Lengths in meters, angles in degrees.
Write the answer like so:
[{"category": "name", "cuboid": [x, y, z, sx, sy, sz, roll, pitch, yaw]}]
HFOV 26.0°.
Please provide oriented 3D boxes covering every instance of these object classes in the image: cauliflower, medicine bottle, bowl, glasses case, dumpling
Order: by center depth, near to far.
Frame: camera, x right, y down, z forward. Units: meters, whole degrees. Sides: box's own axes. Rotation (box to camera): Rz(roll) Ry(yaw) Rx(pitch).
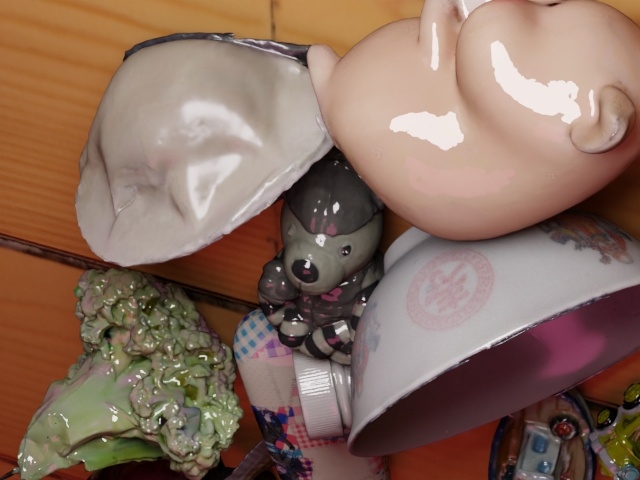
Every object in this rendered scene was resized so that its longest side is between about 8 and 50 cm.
[{"category": "dumpling", "cuboid": [-0.121, -0.095, 1.240, 0.293, 0.204, 0.163, -1, 117, 36]}, {"category": "bowl", "cuboid": [0.152, 0.056, 1.254, 0.345, 0.346, 0.157, -49, 59, 49]}, {"category": "medicine bottle", "cuboid": [0.060, 0.142, 1.431, 0.168, 0.105, 0.105, -11, 133, 0]}, {"category": "cauliflower", "cuboid": [-0.220, 0.170, 1.510, 0.256, 0.315, 0.239, 49, 143, 12]}, {"category": "glasses case", "cuboid": [-0.005, 0.199, 1.571, 0.125, 0.076, 0.327, -10, 127, 11]}]

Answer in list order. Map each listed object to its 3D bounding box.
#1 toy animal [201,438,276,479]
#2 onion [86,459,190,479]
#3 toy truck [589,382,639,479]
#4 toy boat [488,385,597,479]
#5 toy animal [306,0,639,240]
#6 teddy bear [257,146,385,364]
[{"category": "toy animal", "cuboid": [-0.121, 0.301, 1.719, 0.273, 0.160, 0.197, 3, 137, 34]}, {"category": "onion", "cuboid": [-0.235, 0.365, 1.816, 0.201, 0.200, 0.207, 34, 168, -11]}, {"category": "toy truck", "cuboid": [0.327, 0.203, 1.408, 0.076, 0.077, 0.111, 37, 110, -18]}, {"category": "toy boat", "cuboid": [0.236, 0.258, 1.499, 0.114, 0.115, 0.262, 12, 138, 16]}, {"category": "toy animal", "cuboid": [0.145, -0.116, 1.109, 0.256, 0.195, 0.212, -27, 78, 36]}, {"category": "teddy bear", "cuboid": [-0.009, 0.008, 1.334, 0.171, 0.144, 0.251, 5, 136, 22]}]
